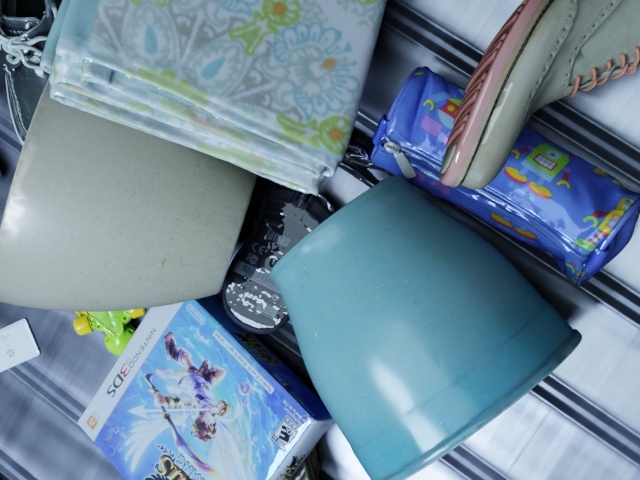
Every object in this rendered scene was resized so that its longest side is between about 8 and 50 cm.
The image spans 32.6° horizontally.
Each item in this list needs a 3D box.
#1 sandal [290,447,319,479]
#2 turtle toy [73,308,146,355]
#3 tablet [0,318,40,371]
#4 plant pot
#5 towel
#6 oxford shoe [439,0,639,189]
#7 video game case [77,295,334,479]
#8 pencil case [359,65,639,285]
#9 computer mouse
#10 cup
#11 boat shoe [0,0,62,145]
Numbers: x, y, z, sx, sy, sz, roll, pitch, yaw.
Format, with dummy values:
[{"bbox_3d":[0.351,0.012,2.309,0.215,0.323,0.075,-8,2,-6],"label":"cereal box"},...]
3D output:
[{"bbox_3d":[-0.041,0.272,1.350,0.090,0.060,0.219,-19,74,28],"label":"sandal"},{"bbox_3d":[-0.269,0.086,1.401,0.095,0.066,0.130,-17,92,-4],"label":"turtle toy"},{"bbox_3d":[-0.424,0.145,1.494,0.083,0.006,0.054,-24,88,20],"label":"tablet"},{"bbox_3d":[0.090,0.080,1.166,0.271,0.271,0.255,-39,83,18],"label":"plant pot"},{"bbox_3d":[-0.091,-0.265,1.158,0.320,0.090,0.375,21,72,-18],"label":"towel"},{"bbox_3d":[0.260,-0.201,1.101,0.146,0.140,0.397,33,83,-2],"label":"oxford shoe"},{"bbox_3d":[-0.148,0.220,1.345,0.269,0.061,0.244,42,108,26],"label":"video game case"},{"bbox_3d":[0.194,-0.070,1.188,0.306,0.133,0.119,32,134,13],"label":"pencil case"},{"bbox_3d":[0.000,0.000,1.310,0.184,0.060,0.262,20,99,8],"label":"computer mouse"},{"bbox_3d":[-0.203,-0.054,1.258,0.236,0.331,0.331,17,102,-5],"label":"cup"},{"bbox_3d":[-0.361,-0.257,1.378,0.113,0.105,0.306,9,98,18],"label":"boat shoe"}]
